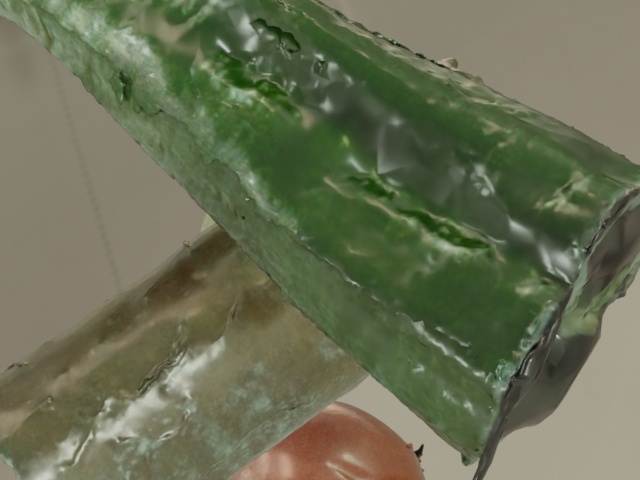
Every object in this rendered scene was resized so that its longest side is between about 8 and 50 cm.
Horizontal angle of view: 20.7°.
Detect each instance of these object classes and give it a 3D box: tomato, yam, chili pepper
[{"bbox_3d":[-0.033,0.340,1.937,0.341,0.273,0.341,-21,64,50],"label":"tomato"},{"bbox_3d":[-0.013,0.024,0.712,0.259,0.093,0.093,-37,69,-6],"label":"yam"},{"bbox_3d":[-0.025,-0.034,0.458,0.227,0.059,0.088,33,88,22],"label":"chili pepper"}]

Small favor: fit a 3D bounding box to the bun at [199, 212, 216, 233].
[{"bbox_3d":[0.000,0.000,1.864,0.283,0.179,0.283,-1,72,5],"label":"bun"}]
